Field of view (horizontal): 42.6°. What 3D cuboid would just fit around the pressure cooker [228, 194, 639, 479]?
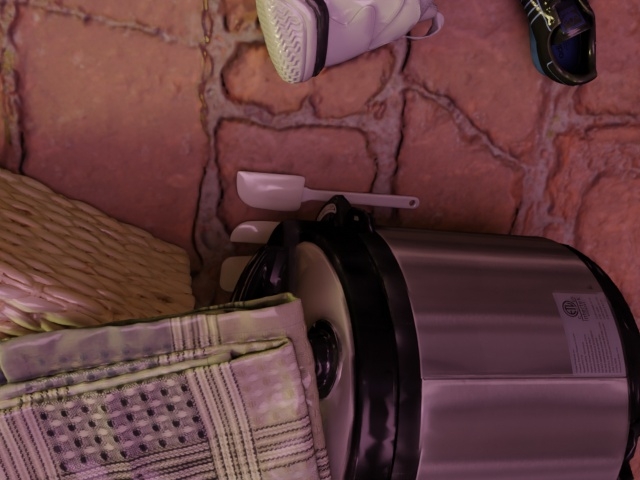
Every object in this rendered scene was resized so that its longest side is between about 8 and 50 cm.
[{"bbox_3d":[0.093,0.157,0.927,0.421,0.370,0.375,3,114,-21],"label":"pressure cooker"}]

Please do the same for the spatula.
[{"bbox_3d":[0.000,0.000,1.048,0.242,0.019,0.168,4,109,-18],"label":"spatula"}]

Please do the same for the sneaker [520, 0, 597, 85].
[{"bbox_3d":[0.270,-0.288,0.949,0.081,0.090,0.232,-27,115,-1],"label":"sneaker"}]

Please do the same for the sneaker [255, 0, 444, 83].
[{"bbox_3d":[0.021,-0.357,0.848,0.210,0.137,0.365,-14,119,-7],"label":"sneaker"}]

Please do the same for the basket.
[{"bbox_3d":[-0.317,0.110,0.852,0.331,0.328,0.266,27,101,-20],"label":"basket"}]

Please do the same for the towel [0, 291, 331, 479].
[{"bbox_3d":[-0.145,0.214,0.704,0.312,0.056,0.324,-10,107,-1],"label":"towel"}]
